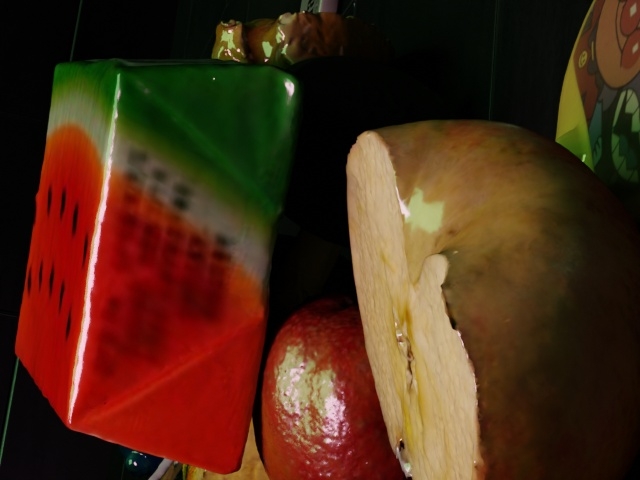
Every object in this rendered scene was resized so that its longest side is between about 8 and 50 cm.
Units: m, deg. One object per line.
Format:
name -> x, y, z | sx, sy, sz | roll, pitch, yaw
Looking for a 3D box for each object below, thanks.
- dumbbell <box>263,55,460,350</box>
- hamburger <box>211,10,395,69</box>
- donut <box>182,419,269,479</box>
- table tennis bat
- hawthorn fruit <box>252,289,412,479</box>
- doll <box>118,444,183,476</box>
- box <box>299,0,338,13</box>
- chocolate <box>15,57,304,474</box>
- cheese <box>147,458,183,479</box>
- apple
dumbbell -> 0.000, 0.000, 1.407 | 0.204, 0.203, 0.322 | -93, 20, -45
hamburger -> -0.009, -0.124, 1.572 | 0.330, 0.162, 0.209 | -1, -88, -78
donut -> -0.095, 0.215, 1.817 | 0.303, 0.110, 0.303 | -168, 90, -77
table tennis bat -> 0.195, -0.078, 1.013 | 0.369, 0.054, 0.224 | 120, 156, -44
hawthorn fruit -> 0.033, 0.163, 1.212 | 0.189, 0.189, 0.251 | 145, 128, -70
doll -> -0.207, 0.228, 2.072 | 0.186, 0.198, 0.322 | -51, -18, -44
box -> 0.005, -0.364, 2.021 | 0.115, 0.035, 0.178 | 158, 122, -74
chocolate -> -0.158, -0.001, 1.307 | 0.360, 0.161, 0.341 | -159, 78, -69
cheese -> -0.229, 0.329, 1.720 | 0.249, 0.070, 0.163 | -60, -16, -23
apple -> 0.127, 0.057, 0.925 | 0.293, 0.163, 0.251 | -109, 12, -50
